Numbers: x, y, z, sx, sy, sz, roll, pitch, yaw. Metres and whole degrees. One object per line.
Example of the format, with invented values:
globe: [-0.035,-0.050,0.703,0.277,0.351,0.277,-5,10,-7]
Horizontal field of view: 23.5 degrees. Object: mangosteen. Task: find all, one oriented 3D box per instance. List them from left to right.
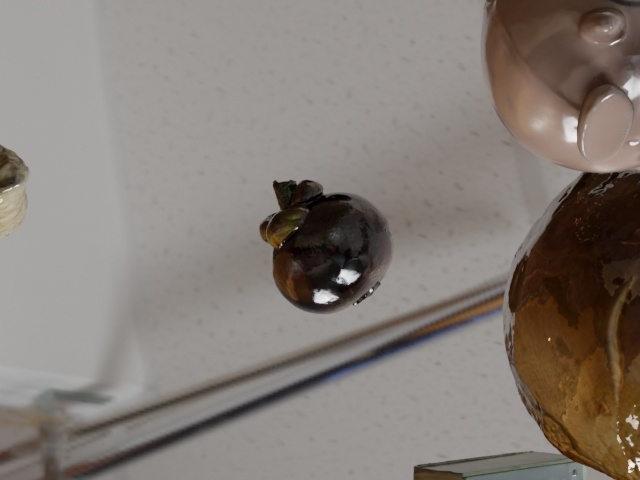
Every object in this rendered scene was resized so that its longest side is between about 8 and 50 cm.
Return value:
mangosteen: [0.000,0.000,1.422,0.140,0.140,0.140,-10,-106,38]

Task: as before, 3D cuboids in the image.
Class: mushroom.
mushroom: [0.291,0.058,1.121,0.208,0.302,0.233,-108,-159,-78]

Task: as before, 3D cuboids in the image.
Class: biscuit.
biscuit: [-0.256,-0.038,1.207,0.219,0.061,0.055,140,-40,-79]

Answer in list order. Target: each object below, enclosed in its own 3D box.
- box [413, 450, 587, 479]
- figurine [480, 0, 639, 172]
box: [0.161,0.300,1.318,0.086,0.129,0.225,-6,-93,61]
figurine: [0.139,-0.095,0.756,0.125,0.125,0.138,-39,-134,27]
